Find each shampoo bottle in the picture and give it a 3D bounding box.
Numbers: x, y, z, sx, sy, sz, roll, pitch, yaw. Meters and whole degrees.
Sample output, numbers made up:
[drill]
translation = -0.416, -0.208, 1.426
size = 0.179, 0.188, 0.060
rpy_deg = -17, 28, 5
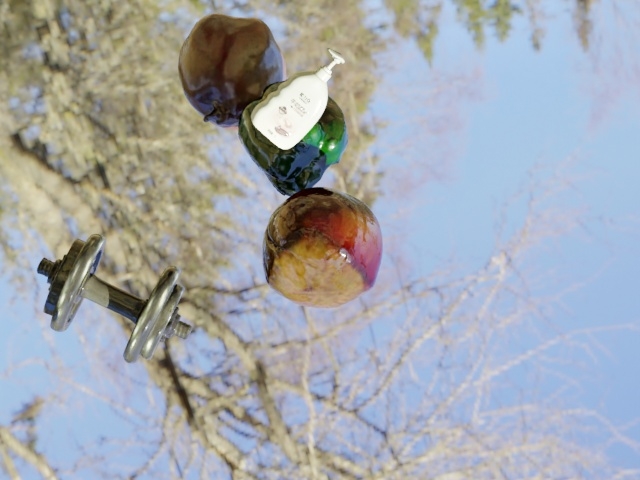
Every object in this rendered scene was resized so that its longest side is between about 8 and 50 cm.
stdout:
[shampoo bottle]
translation = -0.022, -0.199, 1.540
size = 0.152, 0.077, 0.045
rpy_deg = -45, -167, 12

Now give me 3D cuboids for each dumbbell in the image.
[dumbbell]
translation = -0.360, 0.102, 1.962
size = 0.290, 0.192, 0.192
rpy_deg = 25, -152, -4

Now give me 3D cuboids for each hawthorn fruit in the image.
[hawthorn fruit]
translation = -0.173, -0.298, 2.088
size = 0.208, 0.208, 0.248
rpy_deg = -4, -130, 21

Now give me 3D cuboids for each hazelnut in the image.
[hazelnut]
translation = 0.000, 0.000, 1.764
size = 0.208, 0.208, 0.208
rpy_deg = -12, -156, 5

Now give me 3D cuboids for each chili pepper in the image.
[chili pepper]
translation = -0.061, -0.194, 1.951
size = 0.165, 0.174, 0.261
rpy_deg = 17, -153, -33
